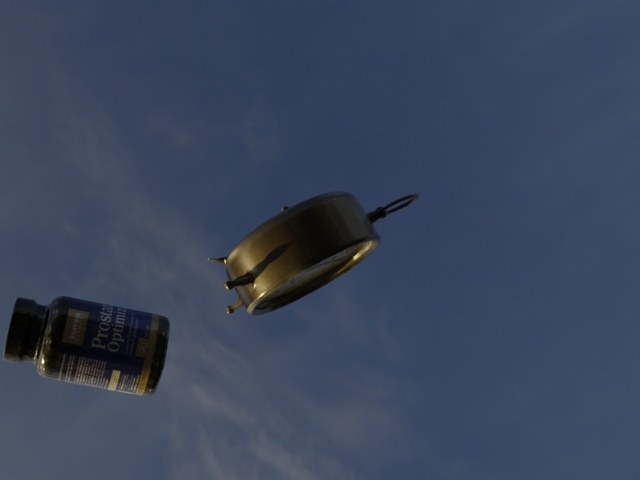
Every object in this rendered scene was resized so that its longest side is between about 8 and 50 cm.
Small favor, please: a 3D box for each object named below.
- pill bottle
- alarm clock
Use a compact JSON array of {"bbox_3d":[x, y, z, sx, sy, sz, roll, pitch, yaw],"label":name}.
[{"bbox_3d":[-0.337,0.148,1.422,0.219,0.123,0.122,12,-77,-14],"label":"pill bottle"},{"bbox_3d":[0.000,0.000,0.845,0.192,0.129,0.064,-25,-102,-12],"label":"alarm clock"}]
